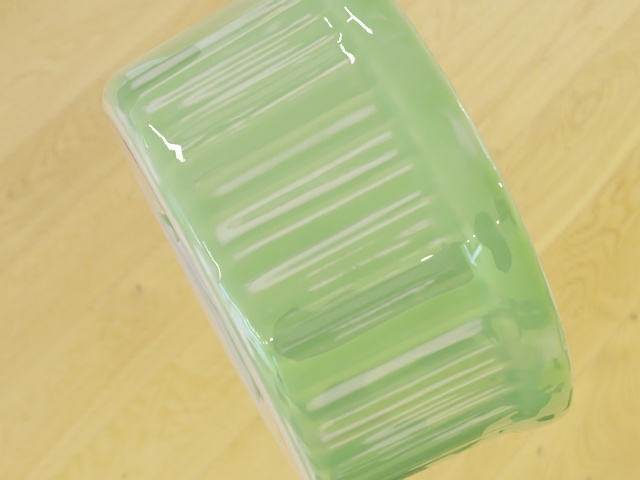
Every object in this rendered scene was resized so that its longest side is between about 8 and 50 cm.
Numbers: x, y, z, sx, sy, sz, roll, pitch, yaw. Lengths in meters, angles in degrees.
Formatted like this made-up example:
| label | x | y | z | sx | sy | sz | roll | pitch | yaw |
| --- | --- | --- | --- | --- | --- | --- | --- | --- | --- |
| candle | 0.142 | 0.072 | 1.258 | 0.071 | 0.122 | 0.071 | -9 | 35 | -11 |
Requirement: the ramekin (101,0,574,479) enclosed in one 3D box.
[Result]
| label | x | y | z | sx | sy | sz | roll | pitch | yaw |
| --- | --- | --- | --- | --- | --- | --- | --- | --- | --- |
| ramekin | 0.000 | 0.000 | 0.835 | 0.148 | 0.303 | 0.303 | -28 | 54 | -7 |
